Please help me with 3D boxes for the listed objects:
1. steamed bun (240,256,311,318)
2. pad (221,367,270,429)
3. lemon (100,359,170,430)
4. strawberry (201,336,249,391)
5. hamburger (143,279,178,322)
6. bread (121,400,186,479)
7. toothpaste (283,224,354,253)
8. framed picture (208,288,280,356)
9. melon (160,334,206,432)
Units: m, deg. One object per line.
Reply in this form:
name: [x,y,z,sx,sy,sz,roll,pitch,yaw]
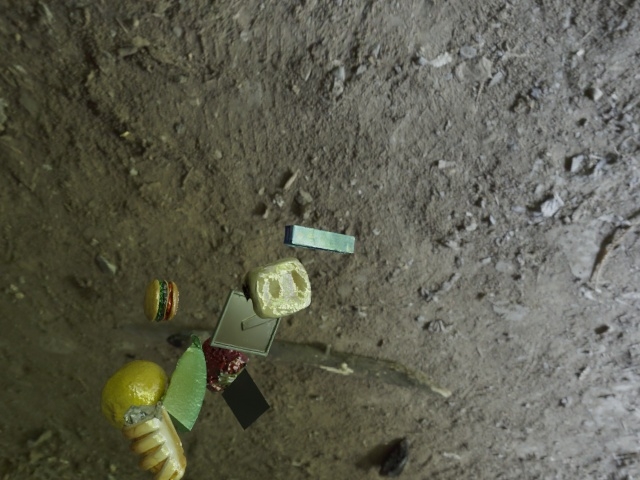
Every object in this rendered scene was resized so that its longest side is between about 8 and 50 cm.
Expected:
steamed bun: [-0.131,0.119,1.164,0.155,0.172,0.141,-4,97,51]
pad: [-0.216,0.454,1.294,0.127,0.004,0.190,52,131,16]
lemon: [-0.497,0.418,1.242,0.178,0.203,0.179,4,110,12]
strawberry: [-0.363,0.431,1.631,0.184,0.201,0.187,-32,150,-14]
hamburger: [-0.580,0.220,1.651,0.115,0.162,0.162,8,134,-28]
bread: [-0.340,0.415,0.932,0.084,0.119,0.177,-28,91,-13]
toothpaste: [0.000,0.000,1.537,0.272,0.066,0.053,10,171,-38]
framed picture: [-0.230,0.271,1.468,0.016,0.184,0.249,15,172,42]
melon: [-0.369,0.382,1.239,0.113,0.262,0.053,22,137,-22]
